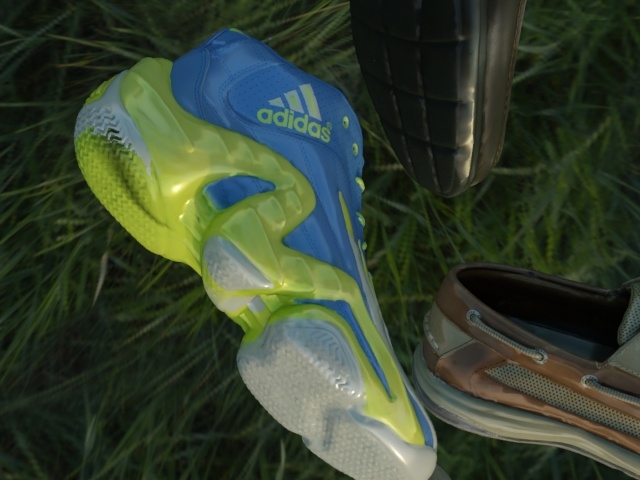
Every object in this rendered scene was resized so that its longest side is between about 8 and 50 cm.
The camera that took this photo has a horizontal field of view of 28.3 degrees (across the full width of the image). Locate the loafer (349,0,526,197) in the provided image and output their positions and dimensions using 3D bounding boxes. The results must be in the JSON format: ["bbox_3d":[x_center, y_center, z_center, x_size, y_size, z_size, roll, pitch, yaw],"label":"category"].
[{"bbox_3d":[0.046,-0.096,0.381,0.061,0.062,0.170,-20,122,-30],"label":"loafer"}]

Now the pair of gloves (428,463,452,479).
[{"bbox_3d":[0.114,0.243,0.727,0.204,0.240,0.042,44,103,-5],"label":"pair of gloves"}]

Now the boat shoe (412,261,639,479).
[{"bbox_3d":[0.225,0.088,0.873,0.324,0.123,0.116,9,123,8],"label":"boat shoe"}]

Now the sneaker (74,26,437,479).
[{"bbox_3d":[0.000,0.000,0.600,0.126,0.091,0.240,-46,108,-30],"label":"sneaker"}]
